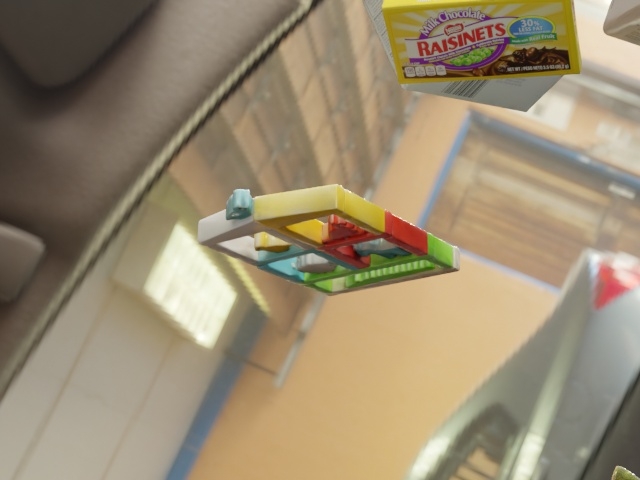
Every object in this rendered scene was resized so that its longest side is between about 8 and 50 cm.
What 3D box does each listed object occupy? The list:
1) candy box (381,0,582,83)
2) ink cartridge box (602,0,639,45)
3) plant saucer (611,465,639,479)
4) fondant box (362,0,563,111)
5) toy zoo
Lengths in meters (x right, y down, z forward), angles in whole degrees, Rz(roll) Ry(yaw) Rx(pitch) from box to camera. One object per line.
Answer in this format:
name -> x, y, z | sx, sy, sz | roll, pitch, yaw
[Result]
candy box -> 0.176, -0.224, 1.443 | 0.027, 0.206, 0.105 | -70, -28, -47
ink cartridge box -> 0.373, -0.213, 1.071 | 0.273, 0.197, 0.114 | 174, 114, -85
plant saucer -> 0.355, 0.319, 1.263 | 0.037, 0.241, 0.241 | -41, -12, -4
fondant box -> 0.168, -0.341, 1.800 | 0.238, 0.330, 0.096 | 5, -38, -39
toy zoo -> 0.000, 0.000, 1.481 | 0.293, 0.192, 0.030 | 25, -121, -50
